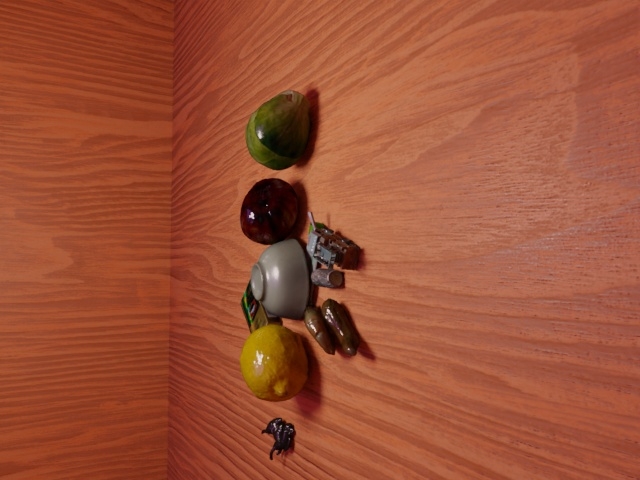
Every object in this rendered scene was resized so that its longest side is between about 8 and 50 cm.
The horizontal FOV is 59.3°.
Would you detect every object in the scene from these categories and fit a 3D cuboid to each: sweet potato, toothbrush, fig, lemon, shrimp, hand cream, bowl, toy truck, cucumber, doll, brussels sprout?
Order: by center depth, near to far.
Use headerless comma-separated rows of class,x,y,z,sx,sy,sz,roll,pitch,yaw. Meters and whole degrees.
sweet potato,0.064,0.262,1.653,0.062,0.081,0.233,-45,41,13
toy truck,0.022,0.025,1.685,0.177,0.115,0.080,32,116,48
cucumber,0.022,0.119,1.752,0.112,0.064,0.064,4,92,58
shrimp,-0.006,0.270,1.761,0.061,0.145,0.267,-38,22,-3
toothbrush,-0.002,0.001,1.791,0.017,0.014,0.195,-23,86,28
lemon,-0.153,0.409,1.875,0.288,0.233,0.234,60,138,49
hand cream,-0.031,0.072,1.878,0.079,0.050,0.276,-87,7,-67
brussels sprout,-0.140,-0.380,1.927,0.272,0.219,0.210,-62,24,5
bowl,-0.156,0.137,1.946,0.289,0.146,0.290,178,90,-67
fig,-0.184,-0.092,1.989,0.263,0.223,0.224,-61,39,40
doll,-0.147,0.700,2.024,0.165,0.057,0.139,-57,39,29

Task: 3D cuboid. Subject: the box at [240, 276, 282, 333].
box,-0.235,0.278,2.189,0.240,0.071,0.159,62,141,41
